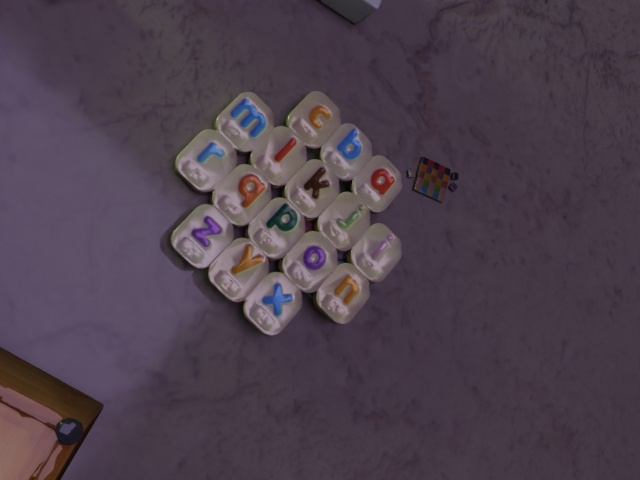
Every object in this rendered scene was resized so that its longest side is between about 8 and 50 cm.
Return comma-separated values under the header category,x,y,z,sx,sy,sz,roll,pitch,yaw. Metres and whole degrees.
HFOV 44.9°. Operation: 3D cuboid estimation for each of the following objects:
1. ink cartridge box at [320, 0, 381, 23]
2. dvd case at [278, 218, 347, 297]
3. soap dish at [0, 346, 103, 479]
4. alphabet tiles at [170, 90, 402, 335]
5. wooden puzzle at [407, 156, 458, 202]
category,x,y,z,sx,sy,sz,roll,pitch,yaw
ink cartridge box,0.018,-0.364,0.980,0.151,0.063,0.109,26,74,-23
dvd case,0.000,0.000,0.964,0.119,0.013,0.087,-46,106,-22
soap dish,-0.363,0.225,0.692,0.229,0.118,0.290,36,69,-20
alphabet tiles,-0.033,-0.037,0.932,0.284,0.021,0.278,44,67,-10
wooden puzzle,0.153,-0.083,1.056,0.083,0.006,0.049,22,76,-25
